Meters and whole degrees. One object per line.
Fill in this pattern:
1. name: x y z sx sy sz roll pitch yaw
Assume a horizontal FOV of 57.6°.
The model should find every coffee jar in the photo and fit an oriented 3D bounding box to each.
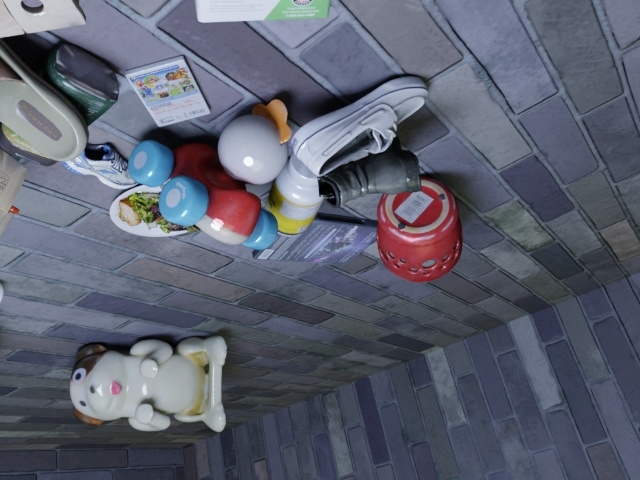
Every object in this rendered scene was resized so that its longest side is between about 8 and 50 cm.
1. coffee jar: -0.370 -0.181 0.813 0.184 0.079 0.096 -32 143 30

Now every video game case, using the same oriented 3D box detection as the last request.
1. video game case: -0.227 -0.222 0.878 0.087 0.011 0.122 -14 153 2
2. video game case: 0.000 0.000 1.397 0.274 0.026 0.196 5 148 -34

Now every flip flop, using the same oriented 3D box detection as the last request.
1. flip flop: -0.415 -0.187 0.702 0.112 0.080 0.277 -30 120 34

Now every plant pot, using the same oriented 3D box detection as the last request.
1. plant pot: 0.215 -0.027 1.263 0.191 0.191 0.174 -14 150 2

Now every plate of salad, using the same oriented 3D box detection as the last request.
1. plate of salad: -0.305 -0.049 1.134 0.200 0.048 0.200 -11 152 -6

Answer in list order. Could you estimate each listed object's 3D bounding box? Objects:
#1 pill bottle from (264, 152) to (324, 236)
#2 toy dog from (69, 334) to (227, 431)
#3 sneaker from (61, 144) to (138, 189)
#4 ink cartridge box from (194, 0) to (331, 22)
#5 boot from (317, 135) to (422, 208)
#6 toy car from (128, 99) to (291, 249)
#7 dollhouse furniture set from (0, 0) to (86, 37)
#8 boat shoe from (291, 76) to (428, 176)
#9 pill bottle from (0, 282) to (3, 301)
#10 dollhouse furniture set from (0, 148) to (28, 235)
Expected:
1. pill bottle: -0.043 -0.093 1.109 0.103 0.103 0.184 -3 151 -20
2. toy dog: -0.524 0.405 1.723 0.408 0.284 0.395 3 -175 -33
3. sneaker: -0.351 -0.127 0.962 0.135 0.052 0.058 15 138 -44
4. ink cartridge box: -0.059 -0.350 0.618 0.160 0.092 0.219 -7 152 -14
5. boot: 0.066 -0.125 1.006 0.161 0.246 0.083 -11 109 -4
6. toy car: -0.139 -0.135 0.952 0.238 0.210 0.219 -52 146 10
7. dollhouse furniture set: -0.319 -0.307 0.540 0.129 0.129 0.183 -11 154 -4
8. boat shoe: 0.080 -0.180 0.951 0.258 0.084 0.095 -30 158 -12
9. pill bottle: -0.731 0.102 1.205 0.067 0.067 0.120 -24 152 19
10. dollhouse furniture set: -0.581 -0.073 0.863 0.259 0.135 0.262 7 158 18
